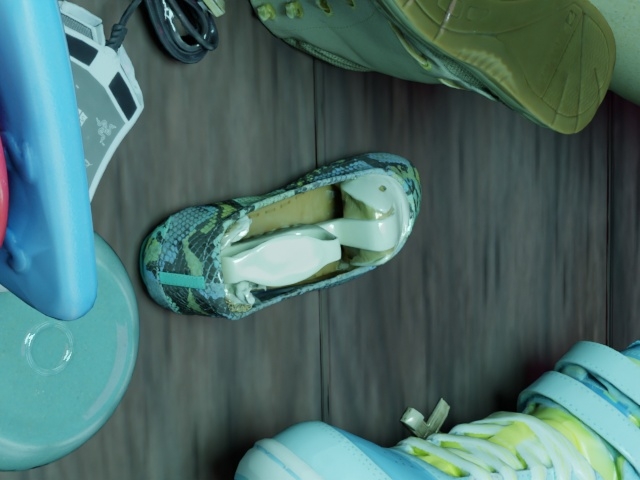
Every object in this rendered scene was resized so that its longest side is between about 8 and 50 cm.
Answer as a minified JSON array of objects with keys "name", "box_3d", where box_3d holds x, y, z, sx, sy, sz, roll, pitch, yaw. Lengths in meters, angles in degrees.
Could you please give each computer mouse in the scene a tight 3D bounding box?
[{"name":"computer mouse","box_3d":[-0.115,-0.066,0.610,0.106,0.042,0.193,50,58,-39]}]

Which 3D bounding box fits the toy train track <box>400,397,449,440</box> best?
[{"name":"toy train track","box_3d":[0.075,0.125,0.820,0.083,0.014,0.048,48,65,-35]}]

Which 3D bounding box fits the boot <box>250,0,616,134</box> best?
[{"name":"boot","box_3d":[0.021,-0.127,0.636,0.213,0.165,0.077,34,81,-46]}]

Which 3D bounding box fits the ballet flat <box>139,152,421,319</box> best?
[{"name":"ballet flat","box_3d":[0.000,0.000,0.704,0.188,0.070,0.070,-22,110,-38]}]

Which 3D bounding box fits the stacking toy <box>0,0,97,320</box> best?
[{"name":"stacking toy","box_3d":[-0.227,-0.006,0.408,0.302,0.175,0.165,-34,139,-33]}]

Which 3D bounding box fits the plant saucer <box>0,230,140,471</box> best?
[{"name":"plant saucer","box_3d":[-0.126,0.047,0.627,0.119,0.021,0.119,-6,99,-41]}]

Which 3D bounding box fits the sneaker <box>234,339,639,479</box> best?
[{"name":"sneaker","box_3d":[0.101,0.115,0.748,0.208,0.127,0.319,-55,138,-4]}]

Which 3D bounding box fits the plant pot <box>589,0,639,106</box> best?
[{"name":"plant pot","box_3d":[0.192,-0.177,0.702,0.191,0.284,0.284,-1,99,2]}]
